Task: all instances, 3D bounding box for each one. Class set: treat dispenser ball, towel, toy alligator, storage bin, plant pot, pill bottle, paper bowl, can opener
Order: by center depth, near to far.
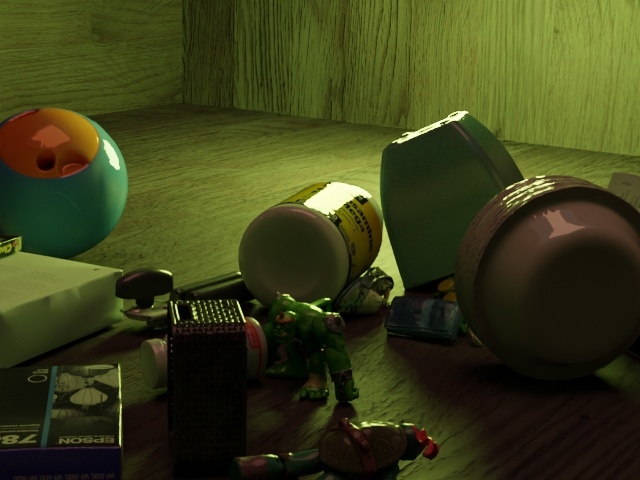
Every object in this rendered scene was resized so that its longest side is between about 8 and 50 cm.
[{"bbox_3d":[-0.133,0.167,1.306,0.084,0.180,0.122,0,14,-11],"label":"storage bin"},{"bbox_3d":[-0.159,0.156,1.532,0.160,0.087,0.087,-7,17,-30],"label":"pill bottle"},{"bbox_3d":[0.341,0.059,1.577,0.284,0.284,0.148,-1,16,-12],"label":"paper bowl"},{"bbox_3d":[0.162,0.120,1.762,0.120,0.067,0.029,5,-30,26],"label":"towel"},{"bbox_3d":[0.212,0.120,1.806,0.051,0.056,0.189,-31,29,11],"label":"toy alligator"},{"bbox_3d":[-0.207,0.083,1.830,0.074,0.093,0.280,12,13,38],"label":"can opener"},{"bbox_3d":[0.000,0.000,1.963,0.188,0.187,0.334,6,15,17],"label":"pill bottle"},{"bbox_3d":[0.239,-0.092,2.065,0.247,0.252,0.248,-21,7,20],"label":"plant pot"},{"bbox_3d":[-0.508,-0.107,2.121,0.288,0.288,0.288,2,14,0],"label":"treat dispenser ball"}]

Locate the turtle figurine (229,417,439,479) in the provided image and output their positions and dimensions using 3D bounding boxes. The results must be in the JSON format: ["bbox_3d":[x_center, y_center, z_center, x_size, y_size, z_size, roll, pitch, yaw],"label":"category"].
[{"bbox_3d":[0.033,0.243,1.179,0.234,0.118,0.175,-11,18,-23],"label":"turtle figurine"}]

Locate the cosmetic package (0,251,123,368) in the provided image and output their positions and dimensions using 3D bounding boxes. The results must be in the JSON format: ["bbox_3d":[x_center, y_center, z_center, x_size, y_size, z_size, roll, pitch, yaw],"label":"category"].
[{"bbox_3d":[-0.539,0.089,1.735,0.377,0.097,0.284,9,17,27],"label":"cosmetic package"}]

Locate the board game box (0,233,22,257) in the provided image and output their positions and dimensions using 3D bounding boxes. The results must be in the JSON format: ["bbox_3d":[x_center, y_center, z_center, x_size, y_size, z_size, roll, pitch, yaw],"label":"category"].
[{"bbox_3d":[-0.632,0.006,1.821,0.260,0.030,0.136,5,15,16],"label":"board game box"}]

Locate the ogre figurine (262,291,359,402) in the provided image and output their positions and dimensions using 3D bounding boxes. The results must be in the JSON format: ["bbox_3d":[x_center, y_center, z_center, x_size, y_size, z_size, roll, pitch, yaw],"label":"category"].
[{"bbox_3d":[-0.022,0.141,1.547,0.097,0.118,0.197,-4,15,-21],"label":"ogre figurine"}]

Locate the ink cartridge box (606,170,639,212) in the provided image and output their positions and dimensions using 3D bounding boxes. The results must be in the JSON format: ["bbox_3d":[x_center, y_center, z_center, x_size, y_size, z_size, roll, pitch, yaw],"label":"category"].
[{"bbox_3d":[0.572,0.019,1.802,0.309,0.130,0.272,32,-10,-41],"label":"ink cartridge box"}]

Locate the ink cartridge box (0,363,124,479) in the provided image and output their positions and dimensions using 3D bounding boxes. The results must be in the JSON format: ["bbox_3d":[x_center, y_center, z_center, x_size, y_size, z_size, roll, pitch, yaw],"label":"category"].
[{"bbox_3d":[-0.309,0.227,1.294,0.166,0.065,0.332,-1,15,-11],"label":"ink cartridge box"}]

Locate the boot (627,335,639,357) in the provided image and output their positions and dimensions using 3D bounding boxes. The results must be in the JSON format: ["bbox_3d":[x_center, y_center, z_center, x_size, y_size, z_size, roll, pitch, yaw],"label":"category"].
[{"bbox_3d":[0.564,0.136,1.714,0.176,0.088,0.244,-5,24,-27],"label":"boot"}]

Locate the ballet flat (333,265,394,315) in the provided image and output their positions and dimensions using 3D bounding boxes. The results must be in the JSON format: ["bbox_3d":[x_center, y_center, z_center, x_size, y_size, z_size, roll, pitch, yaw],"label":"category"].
[{"bbox_3d":[0.081,0.090,1.890,0.070,0.070,0.188,7,19,19],"label":"ballet flat"}]

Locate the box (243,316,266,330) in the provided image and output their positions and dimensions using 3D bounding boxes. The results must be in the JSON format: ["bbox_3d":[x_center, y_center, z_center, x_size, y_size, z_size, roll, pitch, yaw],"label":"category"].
[{"bbox_3d":[-0.119,0.140,1.741,0.083,0.018,0.067,12,17,34],"label":"box"}]
